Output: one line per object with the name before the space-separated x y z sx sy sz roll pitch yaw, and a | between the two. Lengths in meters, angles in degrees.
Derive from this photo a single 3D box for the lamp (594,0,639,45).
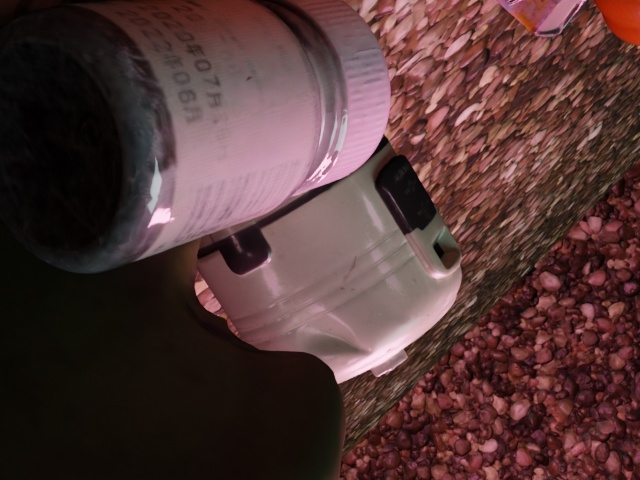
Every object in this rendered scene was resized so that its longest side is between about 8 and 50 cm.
lamp | 0.437 -0.333 1.326 0.223 0.196 0.223 -7 133 -7

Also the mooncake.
mooncake | -0.164 0.127 0.750 0.351 0.351 0.187 -25 152 -48

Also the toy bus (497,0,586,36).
toy bus | 0.275 -0.336 1.079 0.090 0.112 0.274 -17 148 -56

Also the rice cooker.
rice cooker | 0.000 0.000 1.014 0.226 0.244 0.226 -33 -175 3

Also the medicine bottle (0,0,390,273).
medicine bottle | -0.084 -0.087 0.748 0.273 0.165 0.165 -24 153 -52
